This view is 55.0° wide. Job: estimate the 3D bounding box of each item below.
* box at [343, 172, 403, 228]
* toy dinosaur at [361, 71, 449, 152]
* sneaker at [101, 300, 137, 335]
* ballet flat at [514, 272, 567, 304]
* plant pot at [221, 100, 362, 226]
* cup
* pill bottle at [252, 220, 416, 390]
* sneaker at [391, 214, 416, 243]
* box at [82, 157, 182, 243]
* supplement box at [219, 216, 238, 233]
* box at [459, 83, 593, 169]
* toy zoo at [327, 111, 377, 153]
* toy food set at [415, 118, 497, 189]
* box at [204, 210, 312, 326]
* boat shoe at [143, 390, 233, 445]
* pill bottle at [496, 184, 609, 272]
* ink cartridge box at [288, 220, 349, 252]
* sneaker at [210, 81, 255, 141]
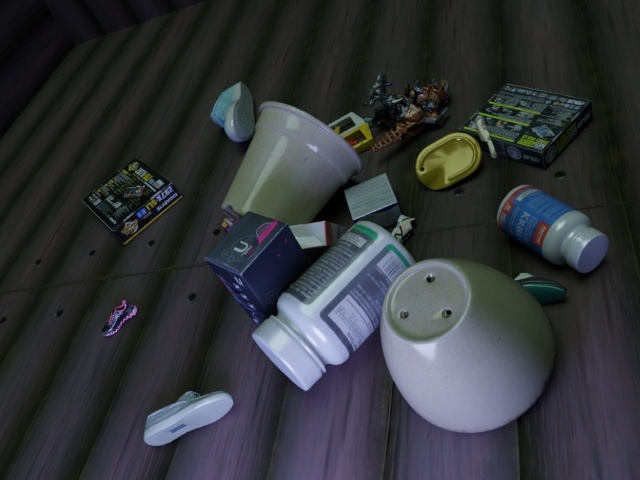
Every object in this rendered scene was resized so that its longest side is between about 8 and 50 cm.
[{"bbox_3d":[0.143,-0.095,1.646,0.126,0.072,0.137,-22,41,8],"label":"box"},{"bbox_3d":[0.250,-0.387,1.830,0.218,0.164,0.322,31,45,26],"label":"toy dinosaur"},{"bbox_3d":[-0.586,0.219,1.761,0.119,0.057,0.047,-46,45,-16],"label":"sneaker"},{"bbox_3d":[0.409,0.102,1.298,0.203,0.074,0.074,-14,43,21],"label":"ballet flat"},{"bbox_3d":[-0.104,-0.156,1.685,0.334,0.334,0.305,22,75,42],"label":"plant pot"},{"bbox_3d":[0.243,0.164,1.155,0.331,0.237,0.331,-19,51,25],"label":"cup"},{"bbox_3d":[0.034,0.143,1.368,0.361,0.204,0.204,-43,43,-16],"label":"pill bottle"},{"bbox_3d":[0.210,-0.021,1.557,0.043,0.040,0.109,9,56,27],"label":"sneaker"},{"bbox_3d":[-0.668,-0.147,2.163,0.257,0.079,0.322,-42,42,-16],"label":"box"},{"bbox_3d":[-0.253,-0.055,1.855,0.083,0.043,0.055,-41,43,-12],"label":"supplement box"},{"bbox_3d":[0.544,-0.312,1.643,0.216,0.060,0.270,-45,42,-16],"label":"box"},{"bbox_3d":[0.047,-0.308,1.947,0.293,0.030,0.192,-28,41,2],"label":"toy zoo"},{"bbox_3d":[0.363,-0.215,1.649,0.218,0.071,0.128,-28,73,12],"label":"toy food set"},{"bbox_3d":[-0.119,0.089,1.459,0.143,0.270,0.165,19,61,42],"label":"box"},{"bbox_3d":[-0.308,0.388,1.412,0.227,0.079,0.081,-27,45,8],"label":"boat shoe"},{"bbox_3d":[0.500,-0.024,1.328,0.124,0.124,0.221,-37,40,-8],"label":"pill bottle"},{"bbox_3d":[0.000,0.000,1.587,0.115,0.198,0.067,-9,81,23],"label":"ink cartridge box"},{"bbox_3d":[-0.328,-0.442,2.238,0.150,0.135,0.366,-26,32,16],"label":"sneaker"}]
